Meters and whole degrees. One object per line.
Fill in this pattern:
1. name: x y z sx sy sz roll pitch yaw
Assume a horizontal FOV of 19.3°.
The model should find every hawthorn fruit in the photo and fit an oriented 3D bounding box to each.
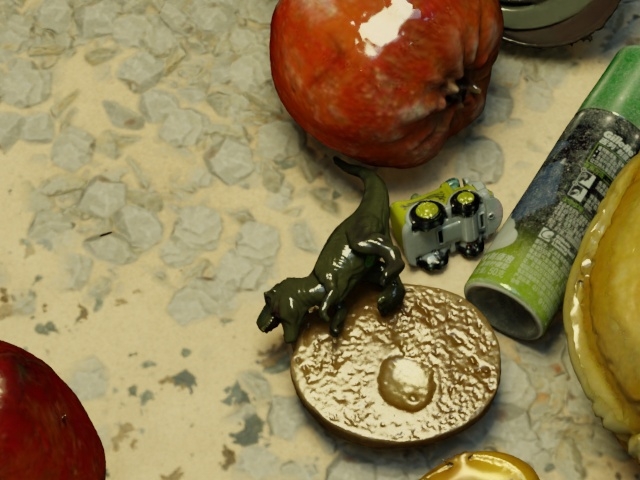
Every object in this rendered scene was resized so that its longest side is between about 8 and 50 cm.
1. hawthorn fruit: 0.042 -0.206 1.902 0.272 0.242 0.242 29 65 25
2. hawthorn fruit: -0.312 0.184 1.664 0.224 0.261 0.224 -2 57 4

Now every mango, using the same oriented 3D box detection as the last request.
1. mango: 0.129 0.254 1.744 0.188 0.066 0.101 -20 72 -6

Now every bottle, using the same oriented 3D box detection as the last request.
1. bottle: 0.263 -0.053 1.891 0.093 0.093 0.330 29 65 14

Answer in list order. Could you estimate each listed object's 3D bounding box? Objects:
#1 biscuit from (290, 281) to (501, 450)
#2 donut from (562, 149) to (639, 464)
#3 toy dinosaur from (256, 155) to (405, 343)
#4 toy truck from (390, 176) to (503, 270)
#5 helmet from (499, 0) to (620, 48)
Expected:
1. biscuit: 0.071 0.121 1.820 0.208 0.049 0.181 13 63 8
2. donut: 0.447 0.066 1.772 0.449 0.198 0.448 0 63 0
3. toy dinosaur: 0.000 0.000 1.817 0.187 0.087 0.179 -32 65 -16
4. toy truck: 0.125 -0.027 1.893 0.111 0.076 0.077 -21 45 -12
5. helmet: 0.202 -0.357 1.991 0.305 0.225 0.177 46 29 -12
